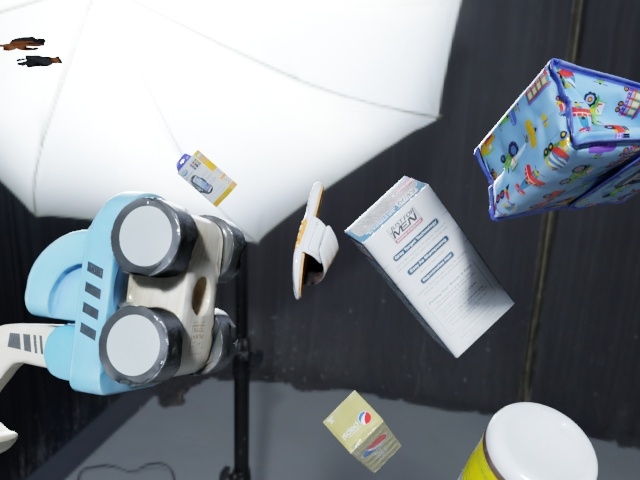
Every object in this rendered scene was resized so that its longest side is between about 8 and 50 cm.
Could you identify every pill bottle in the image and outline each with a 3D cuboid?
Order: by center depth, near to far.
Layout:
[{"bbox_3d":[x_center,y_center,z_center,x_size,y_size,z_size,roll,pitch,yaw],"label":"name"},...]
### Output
[{"bbox_3d":[0.210,0.287,0.771,0.117,0.215,0.117,8,39,-6],"label":"pill bottle"}]

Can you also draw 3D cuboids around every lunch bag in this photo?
[{"bbox_3d":[0.415,-0.131,1.016,0.293,0.138,0.221,1,-26,-17],"label":"lunch bag"}]

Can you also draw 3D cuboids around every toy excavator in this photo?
[{"bbox_3d":[-0.369,0.136,1.047,0.444,0.434,0.222,5,-3,19],"label":"toy excavator"}]

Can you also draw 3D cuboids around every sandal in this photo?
[{"bbox_3d":[0.000,-0.007,1.340,0.076,0.102,0.265,9,54,5],"label":"sandal"}]

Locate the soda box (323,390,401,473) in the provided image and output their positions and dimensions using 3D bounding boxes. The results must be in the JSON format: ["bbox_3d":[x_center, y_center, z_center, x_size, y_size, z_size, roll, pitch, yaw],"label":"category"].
[{"bbox_3d":[0.062,0.272,0.973,0.061,0.181,0.058,-43,61,-9],"label":"soda box"}]

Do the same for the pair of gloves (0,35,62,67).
[{"bbox_3d":[-0.465,-0.303,1.118,0.074,0.010,0.083,-5,-16,4],"label":"pair of gloves"}]

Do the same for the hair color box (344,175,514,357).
[{"bbox_3d":[0.226,0.056,1.416,0.174,0.347,0.105,-42,24,-5],"label":"hair color box"}]

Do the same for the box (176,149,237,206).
[{"bbox_3d":[-0.265,-0.146,1.591,0.081,0.136,0.028,-38,13,41],"label":"box"}]
